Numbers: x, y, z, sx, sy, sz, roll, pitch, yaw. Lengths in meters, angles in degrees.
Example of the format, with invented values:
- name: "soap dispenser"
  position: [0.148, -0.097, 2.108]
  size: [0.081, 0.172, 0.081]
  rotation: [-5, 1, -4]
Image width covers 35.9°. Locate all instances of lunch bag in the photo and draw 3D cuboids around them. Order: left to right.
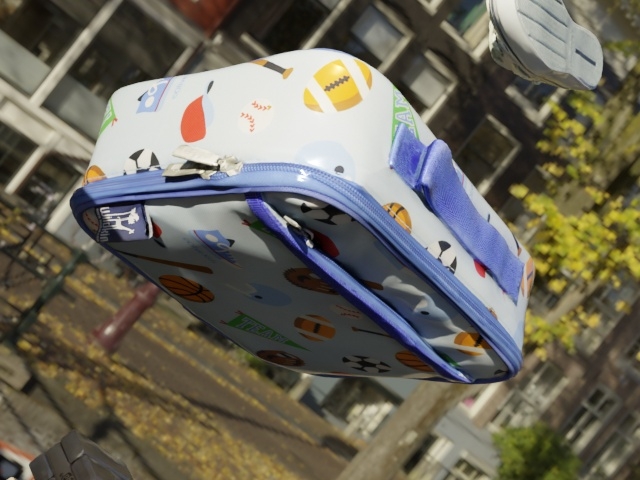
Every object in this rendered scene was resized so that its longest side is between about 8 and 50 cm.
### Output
- name: "lunch bag"
  position: [0.000, 0.000, 0.649]
  size: [0.243, 0.115, 0.303]
  rotation: [-1, -28, 37]

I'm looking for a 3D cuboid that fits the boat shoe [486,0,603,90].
- name: "boat shoe"
  position: [0.192, -0.183, 0.919]
  size: [0.075, 0.083, 0.226]
  rotation: [2, -12, 33]

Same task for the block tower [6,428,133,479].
- name: "block tower"
  position: [-0.313, 0.312, 0.862]
  size: [0.091, 0.335, 0.097]
  rotation: [50, -3, 40]
